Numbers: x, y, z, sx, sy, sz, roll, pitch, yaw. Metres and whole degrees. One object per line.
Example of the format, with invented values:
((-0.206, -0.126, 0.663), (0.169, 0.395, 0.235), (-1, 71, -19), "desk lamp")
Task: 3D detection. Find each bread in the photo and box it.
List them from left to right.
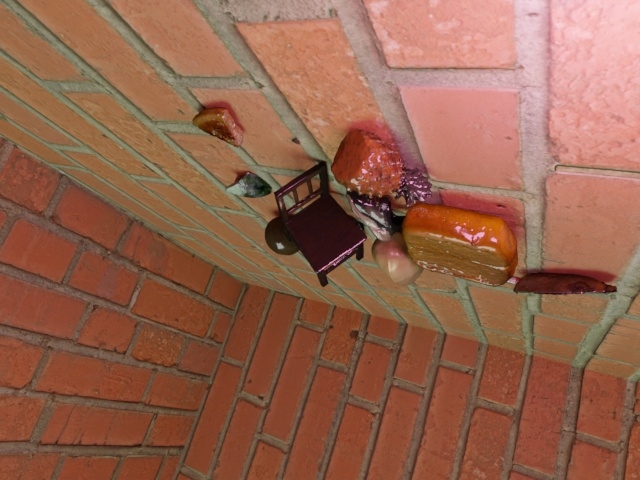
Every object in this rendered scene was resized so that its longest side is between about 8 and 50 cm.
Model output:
((-0.290, -0.321, 1.328), (0.135, 0.054, 0.154), (13, 158, 16), "bread")
((0.414, -0.005, 1.438), (0.336, 0.148, 0.328), (13, 159, 27), "bread")

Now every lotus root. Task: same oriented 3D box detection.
((0.810, 0.144, 1.625), (0.167, 0.078, 0.329), (1, 175, -34), "lotus root")

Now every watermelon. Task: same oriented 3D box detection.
((-0.240, -0.199, 1.712), (0.155, 0.080, 0.101), (26, 128, -18), "watermelon")

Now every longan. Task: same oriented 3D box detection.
((-0.146, -0.019, 2.003), (0.167, 0.168, 0.187), (16, 165, 11), "longan")

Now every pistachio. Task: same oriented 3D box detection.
((0.287, 0.067, 1.744), (0.187, 0.188, 0.299), (11, 167, 26), "pistachio")

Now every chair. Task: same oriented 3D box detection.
((0.010, -0.034, 1.550), (0.241, 0.203, 0.416), (54, 171, 14), "chair")

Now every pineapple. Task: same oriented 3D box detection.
((0.168, -0.168, 1.203), (0.278, 0.158, 0.157), (14, 170, -36), "pineapple")

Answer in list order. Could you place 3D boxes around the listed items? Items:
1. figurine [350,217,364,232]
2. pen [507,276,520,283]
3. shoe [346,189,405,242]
((0.120, -0.052, 1.790), (0.059, 0.047, 0.106), (-3, 153, 35), "figurine")
((0.639, 0.133, 1.853), (0.238, 0.028, 0.028), (12, 163, 22), "pen")
((0.178, -0.098, 1.502), (0.112, 0.099, 0.227), (-29, 117, 28), "shoe")
